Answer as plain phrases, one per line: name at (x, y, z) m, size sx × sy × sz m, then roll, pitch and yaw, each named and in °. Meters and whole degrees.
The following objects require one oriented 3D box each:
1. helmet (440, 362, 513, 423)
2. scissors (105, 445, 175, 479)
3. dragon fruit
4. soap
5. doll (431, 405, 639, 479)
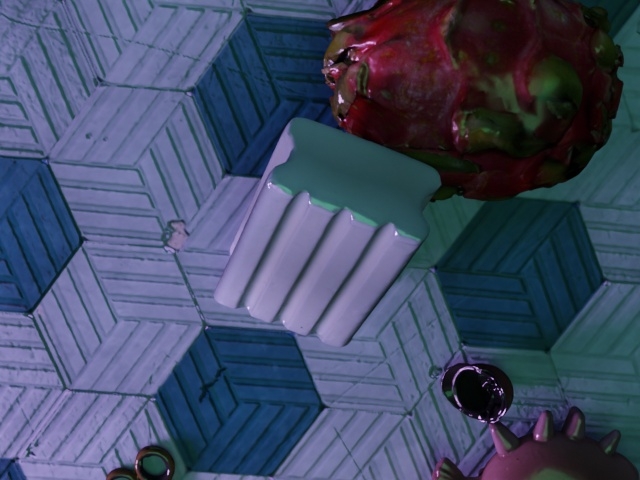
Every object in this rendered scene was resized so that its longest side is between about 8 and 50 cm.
helmet at (0.184, 0.165, 1.397) m, size 0.084 × 0.049 × 0.065 m, roll 30°, pitch 121°, yaw 26°
scissors at (-0.157, 0.337, 1.436) m, size 0.088 × 0.017 × 0.220 m, roll -36°, pitch 102°, yaw 5°
dragon fruit at (0.149, -0.157, 1.238) m, size 0.303 × 0.237 × 0.231 m, roll -1°, pitch 82°, yaw 11°
soap at (0.000, 0.000, 1.249) m, size 0.160 × 0.265 × 0.087 m, roll 20°, pitch 59°, yaw -6°
doll at (0.256, 0.291, 1.406) m, size 0.262 × 0.093 × 0.211 m, roll 3°, pitch 106°, yaw 0°
